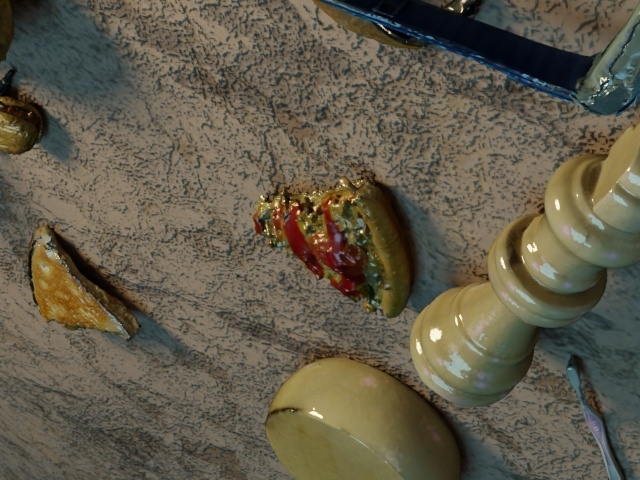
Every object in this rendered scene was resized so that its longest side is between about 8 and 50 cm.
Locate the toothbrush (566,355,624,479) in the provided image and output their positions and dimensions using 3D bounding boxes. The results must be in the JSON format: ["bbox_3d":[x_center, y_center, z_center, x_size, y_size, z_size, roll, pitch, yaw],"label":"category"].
[{"bbox_3d":[0.282,0.193,1.334,0.017,0.022,0.204,-5,132,28],"label":"toothbrush"}]

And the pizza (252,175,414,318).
[{"bbox_3d":[0.000,0.000,1.332,0.199,0.062,0.188,16,141,34],"label":"pizza"}]

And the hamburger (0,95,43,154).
[{"bbox_3d":[-0.364,-0.136,1.532,0.076,0.044,0.083,23,146,-13],"label":"hamburger"}]

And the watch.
[{"bbox_3d":[0.138,-0.228,0.863,0.274,0.068,0.276,26,139,10],"label":"watch"}]

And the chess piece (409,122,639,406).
[{"bbox_3d":[0.195,0.021,1.117,0.117,0.117,0.397,36,147,3],"label":"chess piece"}]

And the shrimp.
[{"bbox_3d":[0.058,-0.221,0.992,0.152,0.046,0.219,34,147,6],"label":"shrimp"}]

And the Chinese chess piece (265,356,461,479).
[{"bbox_3d":[0.053,0.251,1.574,0.251,0.097,0.251,27,148,19],"label":"Chinese chess piece"}]

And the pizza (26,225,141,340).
[{"bbox_3d":[-0.318,0.075,1.765,0.195,0.052,0.185,31,142,20],"label":"pizza"}]

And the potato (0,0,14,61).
[{"bbox_3d":[-0.440,-0.259,1.366,0.296,0.141,0.192,25,131,22],"label":"potato"}]

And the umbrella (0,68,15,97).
[{"bbox_3d":[-0.423,-0.150,1.589,0.044,0.044,0.269,17,153,-20],"label":"umbrella"}]
